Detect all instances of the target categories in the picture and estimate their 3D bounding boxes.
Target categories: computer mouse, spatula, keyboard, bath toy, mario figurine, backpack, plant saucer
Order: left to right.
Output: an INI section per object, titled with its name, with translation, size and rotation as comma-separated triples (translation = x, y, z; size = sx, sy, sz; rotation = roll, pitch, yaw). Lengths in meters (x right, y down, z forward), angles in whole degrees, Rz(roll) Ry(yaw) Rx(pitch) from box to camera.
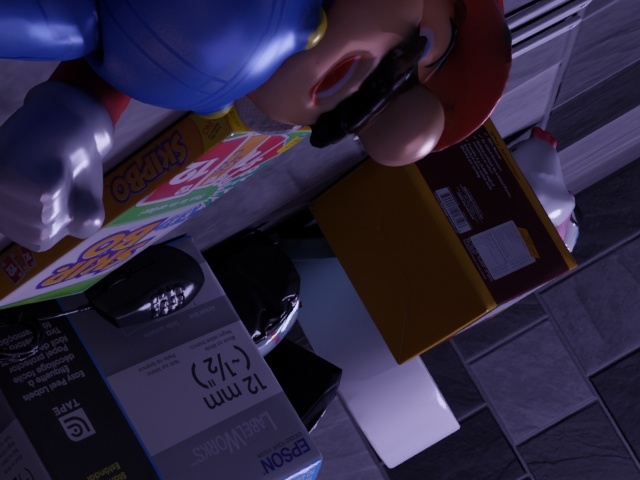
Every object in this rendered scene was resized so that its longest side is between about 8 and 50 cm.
[computer mouse]
translation = -0.192, 0.044, 1.105
size = 0.242, 0.071, 0.041
rotation = -18, 144, -40
[keyboard]
translation = -0.113, 0.178, 1.532
size = 0.201, 0.033, 0.317
rotation = -47, -149, -14
[backpack]
translation = -0.093, 0.077, 1.446
size = 0.152, 0.115, 0.182
rotation = -31, 176, -14
[mario figurine]
translation = -0.019, -0.075, 0.533
size = 0.198, 0.170, 0.320
rotation = 7, -172, 37
[plant saucer]
translation = 0.000, 0.000, 1.490
size = 0.119, 0.021, 0.119
rotation = -4, -171, 1
[spatula]
translation = 0.146, -0.159, 1.181
size = 0.242, 0.019, 0.168
rotation = -28, 171, -15
[bath toy]
translation = 0.282, -0.064, 1.894
size = 0.151, 0.129, 0.348
rotation = 6, 173, 11

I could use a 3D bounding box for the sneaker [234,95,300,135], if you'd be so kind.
[sneaker]
translation = 0.013, -0.127, 0.833
size = 0.158, 0.061, 0.065
rotation = -32, -161, 22

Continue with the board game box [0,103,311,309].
[board game box]
translation = -0.136, -0.020, 0.991
size = 0.259, 0.039, 0.124
rotation = -31, 172, 24

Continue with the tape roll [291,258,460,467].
[tape roll]
translation = 0.054, 0.125, 1.663
size = 0.100, 0.286, 0.286
rotation = -31, 172, 1

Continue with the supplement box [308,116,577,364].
[supplement box]
translation = 0.129, -0.005, 1.444
size = 0.129, 0.191, 0.194
rotation = -36, 169, 38

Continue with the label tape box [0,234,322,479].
[label tape box]
translation = -0.134, 0.194, 1.170
size = 0.249, 0.348, 0.115
rotation = -22, 164, -44
